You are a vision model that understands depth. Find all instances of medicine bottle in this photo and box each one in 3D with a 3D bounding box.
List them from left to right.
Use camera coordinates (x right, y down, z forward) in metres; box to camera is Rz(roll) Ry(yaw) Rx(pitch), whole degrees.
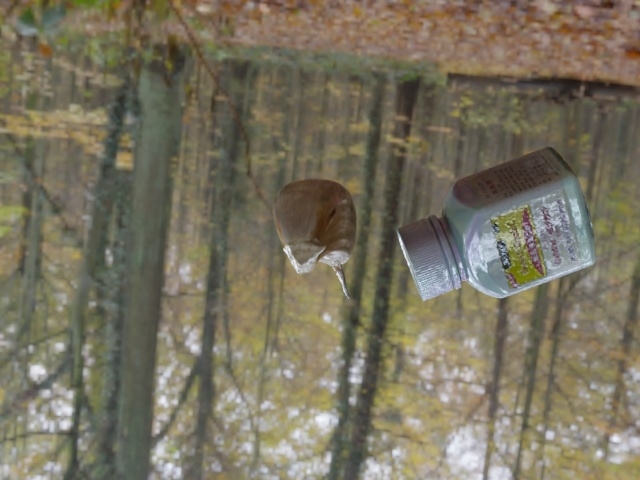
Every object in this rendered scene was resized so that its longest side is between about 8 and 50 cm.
[{"bbox_3d":[0.113,-0.004,0.687,0.118,0.074,0.055,-19,-149,1],"label":"medicine bottle"}]

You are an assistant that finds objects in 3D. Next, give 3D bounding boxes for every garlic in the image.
[{"bbox_3d":[0.001,-0.007,1.296,0.090,0.129,0.198,-9,165,10],"label":"garlic"}]
